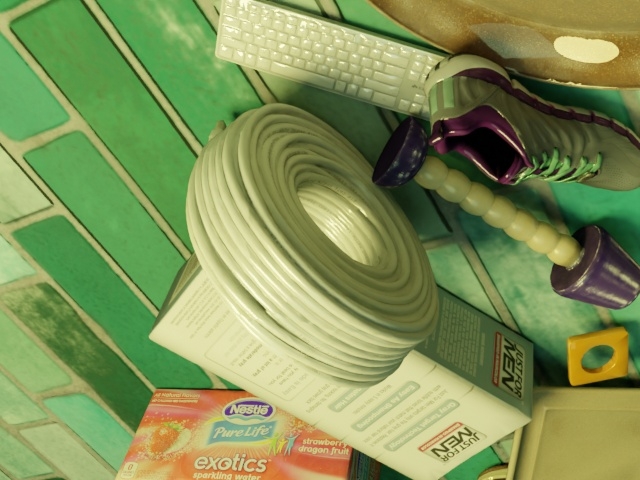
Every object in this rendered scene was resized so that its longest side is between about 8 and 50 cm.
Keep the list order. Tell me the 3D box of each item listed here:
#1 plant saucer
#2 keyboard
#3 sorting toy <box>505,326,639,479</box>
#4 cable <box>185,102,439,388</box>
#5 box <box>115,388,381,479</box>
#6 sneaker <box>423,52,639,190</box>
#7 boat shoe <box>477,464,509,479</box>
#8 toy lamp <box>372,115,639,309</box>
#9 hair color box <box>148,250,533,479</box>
[{"bbox_3d":[0.157,-0.189,0.589,0.311,0.050,0.310,17,170,3],"label":"plant saucer"},{"bbox_3d":[0.033,-0.155,0.771,0.256,0.014,0.072,17,134,0],"label":"keyboard"},{"bbox_3d":[0.312,0.233,1.008,0.196,0.047,0.347,-1,121,-5],"label":"sorting toy"},{"bbox_3d":[0.000,0.000,0.758,0.257,0.257,0.089,41,118,-16],"label":"cable"},{"bbox_3d":[-0.084,0.293,1.123,0.300,0.154,0.142,-1,131,18],"label":"box"},{"bbox_3d":[0.183,-0.070,0.736,0.224,0.098,0.083,20,144,-15],"label":"sneaker"},{"bbox_3d":[0.324,0.372,1.122,0.258,0.095,0.095,19,134,-2],"label":"boat shoe"},{"bbox_3d":[0.181,-0.017,0.816,0.275,0.080,0.080,28,133,-9],"label":"toy lamp"},{"bbox_3d":[0.028,0.110,0.950,0.375,0.113,0.185,31,132,-13],"label":"hair color box"}]
